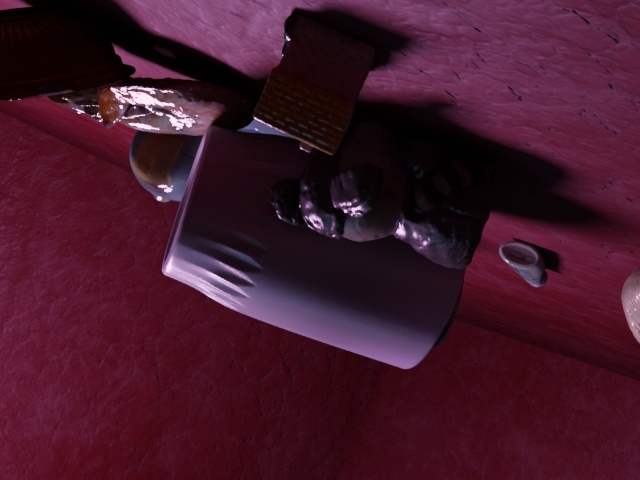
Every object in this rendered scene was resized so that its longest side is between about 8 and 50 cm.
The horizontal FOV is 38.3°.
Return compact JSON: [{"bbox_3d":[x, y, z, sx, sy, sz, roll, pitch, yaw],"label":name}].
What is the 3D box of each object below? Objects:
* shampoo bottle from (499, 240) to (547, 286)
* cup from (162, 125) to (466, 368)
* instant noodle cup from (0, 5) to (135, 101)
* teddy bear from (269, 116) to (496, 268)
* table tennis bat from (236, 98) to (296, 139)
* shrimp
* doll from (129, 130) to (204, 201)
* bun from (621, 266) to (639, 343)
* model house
[{"bbox_3d":[0.342,0.043,1.510,0.069,0.041,0.190,15,172,25],"label":"shampoo bottle"},{"bbox_3d":[0.000,0.000,1.205,0.371,0.253,0.253,19,176,-12],"label":"cup"},{"bbox_3d":[-0.372,-0.237,1.140,0.274,0.091,0.274,-5,-160,2],"label":"instant noodle cup"},{"bbox_3d":[0.083,-0.062,1.016,0.251,0.144,0.171,15,174,-12],"label":"teddy bear"},{"bbox_3d":[-0.074,-0.155,1.304,0.153,0.040,0.244,33,167,-34],"label":"table tennis bat"},{"bbox_3d":[-0.235,-0.187,1.205,0.317,0.077,0.168,7,173,16],"label":"shrimp"},{"bbox_3d":[-0.198,-0.113,1.612,0.177,0.161,0.260,18,171,34],"label":"doll"},{"bbox_3d":[0.463,0.090,1.068,0.222,0.127,0.222,48,166,16],"label":"bun"},{"bbox_3d":[-0.008,-0.134,0.839,0.087,0.100,0.101,23,176,0],"label":"model house"}]
